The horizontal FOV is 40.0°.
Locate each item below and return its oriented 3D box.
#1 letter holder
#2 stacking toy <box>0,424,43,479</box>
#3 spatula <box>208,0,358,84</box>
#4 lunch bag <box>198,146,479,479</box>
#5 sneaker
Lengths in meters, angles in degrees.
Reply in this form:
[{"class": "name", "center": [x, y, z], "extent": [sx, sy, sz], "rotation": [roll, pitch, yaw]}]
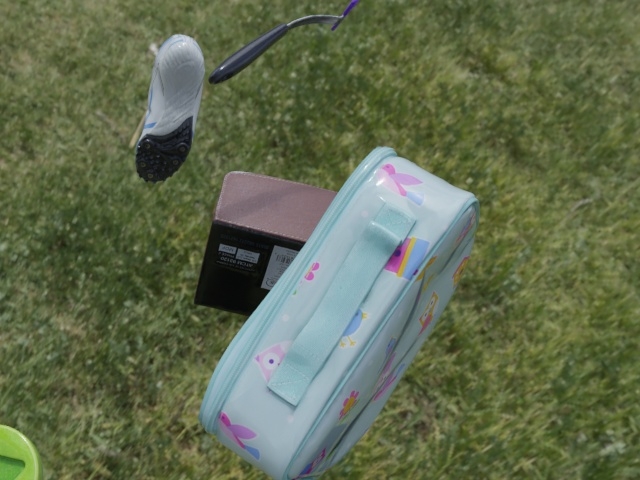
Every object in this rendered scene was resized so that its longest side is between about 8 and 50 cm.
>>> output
[{"class": "letter holder", "center": [0.000, 0.000, 1.224], "extent": [0.302, 0.152, 0.214], "rotation": [14, 39, -6]}, {"class": "stacking toy", "center": [-0.466, 0.397, 1.147], "extent": [0.280, 0.130, 0.309], "rotation": [-20, 71, -3]}, {"class": "spatula", "center": [-0.023, -0.258, 1.065], "extent": [0.296, 0.084, 0.030], "rotation": [-35, 88, -29]}, {"class": "lunch bag", "center": [0.023, 0.060, 0.723], "extent": [0.108, 0.224, 0.279], "rotation": [31, 86, 17]}, {"class": "sneaker", "center": [-0.232, -0.202, 1.366], "extent": [0.085, 0.237, 0.086], "rotation": [13, 20, -15]}]
